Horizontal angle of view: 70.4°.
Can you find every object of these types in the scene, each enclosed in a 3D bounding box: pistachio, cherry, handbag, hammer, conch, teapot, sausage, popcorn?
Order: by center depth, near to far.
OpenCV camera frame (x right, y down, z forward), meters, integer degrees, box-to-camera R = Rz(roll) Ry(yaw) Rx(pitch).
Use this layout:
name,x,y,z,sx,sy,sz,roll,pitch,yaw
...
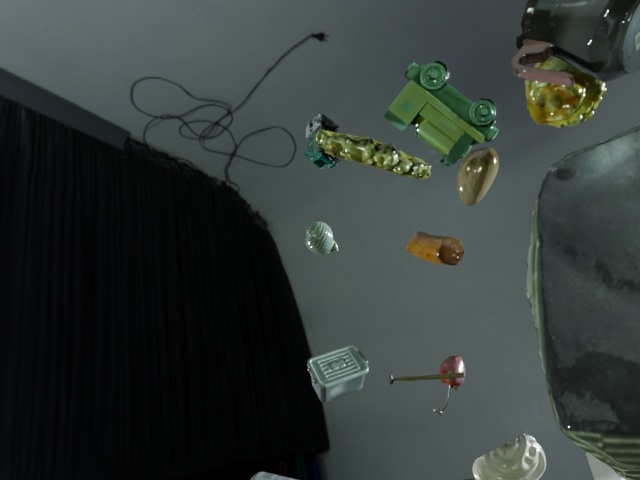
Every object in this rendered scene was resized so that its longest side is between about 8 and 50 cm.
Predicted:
name,x,y,z,sx,sy,sz,roll,pitch,yaw
handbag,0.357,0.062,0.439,0.240,0.340,0.247,30,145,-30
hammer,0.278,0.360,1.193,0.199,0.013,0.062,-6,149,6
pistachio,0.480,-0.198,1.395,0.126,0.108,0.185,9,111,-30
teapot,0.797,-0.640,1.399,0.376,0.362,0.306,-51,134,-1
sausage,0.384,0.025,1.544,0.109,0.108,0.270,-6,-172,-16
cherry,0.461,0.520,1.639,0.090,0.225,0.107,16,163,32
popcorn,0.962,-0.612,1.793,0.275,0.279,0.335,-19,121,10
conch,-0.006,0.002,2.301,0.172,0.200,0.131,-39,180,31

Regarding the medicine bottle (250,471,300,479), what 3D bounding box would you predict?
name,x,y,z,sx,sy,sz,roll,pitch,yaw
medicine bottle,-0.049,0.703,1.160,0.289,0.156,0.157,3,158,18

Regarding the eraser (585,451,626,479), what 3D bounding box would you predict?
name,x,y,z,sx,sy,sz,roll,pitch,yaw
eraser,0.797,0.694,1.188,0.076,0.298,0.078,28,125,-9

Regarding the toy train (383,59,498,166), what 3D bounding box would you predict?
name,x,y,z,sx,sy,sz,roll,pitch,yaw
toy train,0.427,-0.443,1.611,0.253,0.397,0.160,-52,-179,3

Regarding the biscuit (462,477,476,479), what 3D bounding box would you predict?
name,x,y,z,sx,sy,sz,roll,pitch,yaw
biscuit,0.491,0.777,1.402,0.334,0.081,0.289,-8,139,-16

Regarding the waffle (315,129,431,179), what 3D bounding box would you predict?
name,x,y,z,sx,sy,sz,roll,pitch,yaw
waffle,0.151,-0.238,1.270,0.297,0.317,0.073,2,109,-57

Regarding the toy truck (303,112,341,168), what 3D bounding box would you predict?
name,x,y,z,sx,sy,sz,roll,pitch,yaw
toy truck,-0.001,-0.359,1.678,0.116,0.215,0.110,-28,141,34

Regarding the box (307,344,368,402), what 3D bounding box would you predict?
name,x,y,z,sx,sy,sz,roll,pitch,yaw
box,0.072,0.559,1.891,0.244,0.163,0.134,-15,127,-20

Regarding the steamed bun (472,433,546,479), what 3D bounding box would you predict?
name,x,y,z,sx,sy,sz,roll,pitch,yaw
steamed bun,0.467,0.551,1.103,0.183,0.106,0.182,-22,150,-13
